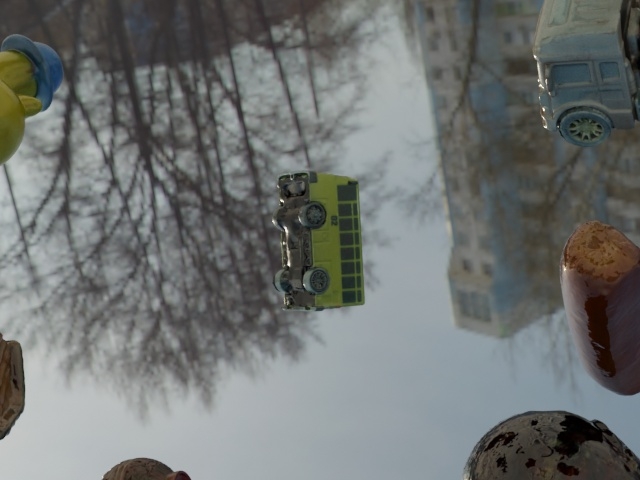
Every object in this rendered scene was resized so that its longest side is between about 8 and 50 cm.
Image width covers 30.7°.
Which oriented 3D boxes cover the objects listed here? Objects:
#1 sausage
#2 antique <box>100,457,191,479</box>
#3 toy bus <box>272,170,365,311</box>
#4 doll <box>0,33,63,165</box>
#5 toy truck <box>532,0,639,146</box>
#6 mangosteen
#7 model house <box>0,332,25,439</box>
[{"bbox_3d":[0.306,0.081,1.255,0.083,0.300,0.089,-43,-126,-14],"label":"sausage"},{"bbox_3d":[-0.170,0.254,1.095,0.104,0.104,0.104,-9,-163,3],"label":"antique"},{"bbox_3d":[0.000,0.000,1.477,0.101,0.175,0.088,-2,180,-33],"label":"toy bus"},{"bbox_3d":[-0.441,-0.172,1.472,0.199,0.145,0.363,1,-153,7],"label":"doll"},{"bbox_3d":[0.288,-0.157,0.881,0.256,0.140,0.108,1,-129,25],"label":"toy truck"},{"bbox_3d":[0.231,0.318,1.265,0.289,0.231,0.231,-41,-155,-11],"label":"mangosteen"},{"bbox_3d":[-0.347,0.111,0.965,0.182,0.172,0.166,-7,-136,8],"label":"model house"}]
